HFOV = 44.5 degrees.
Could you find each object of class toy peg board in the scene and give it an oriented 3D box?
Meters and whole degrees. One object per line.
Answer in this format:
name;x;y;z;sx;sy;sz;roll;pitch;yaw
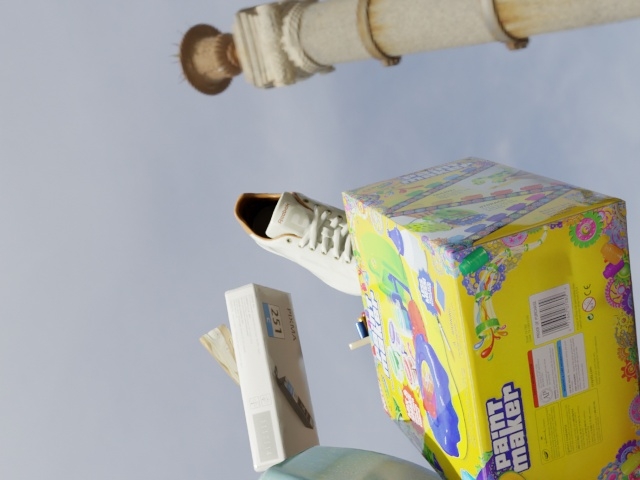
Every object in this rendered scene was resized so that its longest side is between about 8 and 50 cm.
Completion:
toy peg board;0.146;0.164;1.685;0.079;0.161;0.160;68;-160;9

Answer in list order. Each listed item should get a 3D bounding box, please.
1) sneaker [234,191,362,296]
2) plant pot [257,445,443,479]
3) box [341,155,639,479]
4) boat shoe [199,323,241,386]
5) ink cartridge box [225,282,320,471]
sneaker;0.000;0.000;1.067;0.123;0.290;0.106;37;-109;-57
plant pot;0.036;0.356;0.836;0.248;0.252;0.247;-63;-21;7
box;0.172;0.088;0.824;0.177;0.279;0.290;-16;-72;-13
boat shoe;-0.156;0.210;1.415;0.059;0.063;0.170;-41;-38;-12
ink cartridge box;-0.055;0.238;1.359;0.261;0.066;0.296;25;-130;-63
